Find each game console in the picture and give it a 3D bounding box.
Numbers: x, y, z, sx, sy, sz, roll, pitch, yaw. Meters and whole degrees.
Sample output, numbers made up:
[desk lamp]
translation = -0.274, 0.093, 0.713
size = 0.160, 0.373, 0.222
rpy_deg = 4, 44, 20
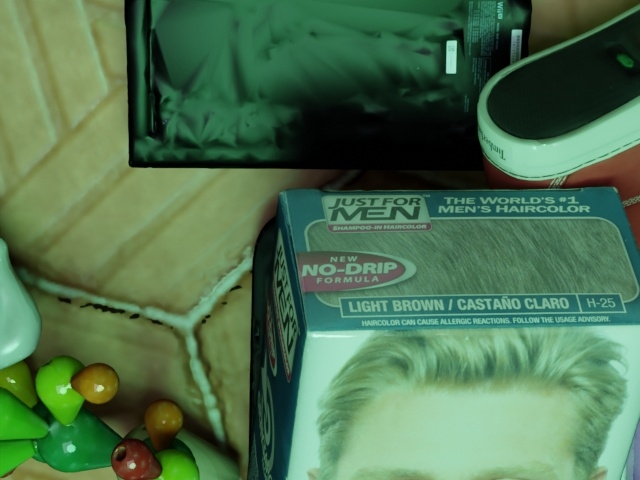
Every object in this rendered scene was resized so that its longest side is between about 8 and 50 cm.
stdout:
[game console]
translation = 0.000, 0.000, 1.057
size = 0.213, 0.044, 0.361
rpy_deg = 1, 112, -1

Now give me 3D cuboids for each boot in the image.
[boot]
translation = 0.203, -0.048, 1.021
size = 0.244, 0.088, 0.176
rpy_deg = -22, 138, -7

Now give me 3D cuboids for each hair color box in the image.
[hair color box]
translation = 0.053, 0.134, 1.010
size = 0.174, 0.105, 0.347
rpy_deg = -1, 132, -9

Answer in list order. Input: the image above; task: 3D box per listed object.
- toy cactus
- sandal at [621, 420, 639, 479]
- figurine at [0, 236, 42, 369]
[toy cactus]
translation = -0.119, 0.125, 1.062
size = 0.180, 0.219, 0.112
rpy_deg = 22, 71, -42
[sandal]
translation = 0.233, 0.191, 1.092
size = 0.169, 0.102, 0.416
rpy_deg = 10, 116, -4
[figurine]
translation = -0.280, -0.009, 1.046
size = 0.215, 0.092, 0.209
rpy_deg = -17, 107, 8
